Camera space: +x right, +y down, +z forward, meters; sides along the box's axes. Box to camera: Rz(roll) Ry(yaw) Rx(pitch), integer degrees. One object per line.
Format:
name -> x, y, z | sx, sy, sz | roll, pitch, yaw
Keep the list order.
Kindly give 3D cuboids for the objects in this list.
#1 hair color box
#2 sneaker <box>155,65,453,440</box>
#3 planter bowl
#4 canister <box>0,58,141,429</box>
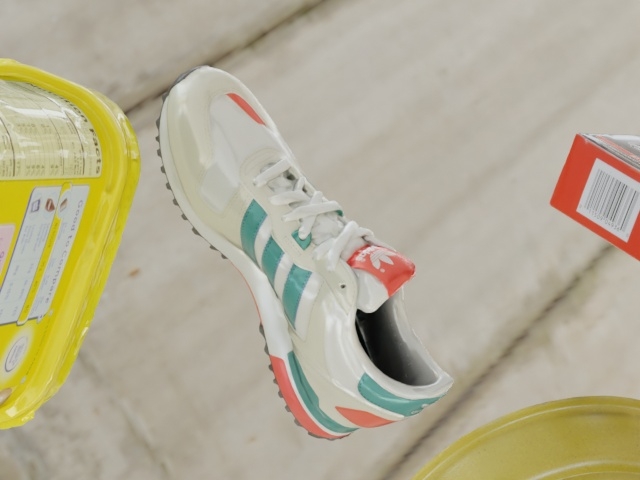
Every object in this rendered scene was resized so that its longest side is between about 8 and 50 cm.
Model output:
hair color box -> 0.190, -0.021, 0.941 | 0.141, 0.043, 0.072 | -1, -153, -45
sneaker -> 0.000, 0.000, 0.716 | 0.057, 0.075, 0.161 | -35, -76, -43
planter bowl -> 0.136, 0.195, 0.979 | 0.217, 0.217, 0.090 | 33, -162, -30
canister -> -0.130, 0.004, 0.586 | 0.073, 0.126, 0.170 | 23, -172, 13
